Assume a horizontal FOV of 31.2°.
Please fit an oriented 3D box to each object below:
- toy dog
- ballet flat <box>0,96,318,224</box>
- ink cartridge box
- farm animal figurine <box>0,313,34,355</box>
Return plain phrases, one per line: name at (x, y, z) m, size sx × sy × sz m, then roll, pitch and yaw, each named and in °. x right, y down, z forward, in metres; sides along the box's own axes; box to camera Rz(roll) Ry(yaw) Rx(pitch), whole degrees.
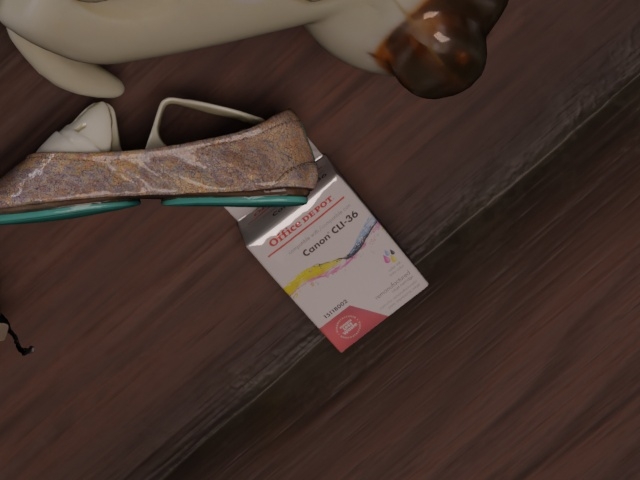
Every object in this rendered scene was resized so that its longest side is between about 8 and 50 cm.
toy dog at (-0.039, -0.242, 0.903) m, size 0.408 × 0.284 × 0.395 m, roll 7°, pitch 124°, yaw -16°
ballet flat at (-0.162, -0.075, 1.044) m, size 0.316 × 0.107 × 0.106 m, roll -4°, pitch 90°, yaw -7°
ink cartridge box at (0.000, 0.000, 1.126) m, size 0.115 × 0.067 × 0.198 m, roll -39°, pitch 115°, yaw 5°
farm animal figurine at (-0.410, 0.033, 0.994) m, size 0.327 × 0.172 × 0.330 m, roll 31°, pitch 98°, yaw -40°
